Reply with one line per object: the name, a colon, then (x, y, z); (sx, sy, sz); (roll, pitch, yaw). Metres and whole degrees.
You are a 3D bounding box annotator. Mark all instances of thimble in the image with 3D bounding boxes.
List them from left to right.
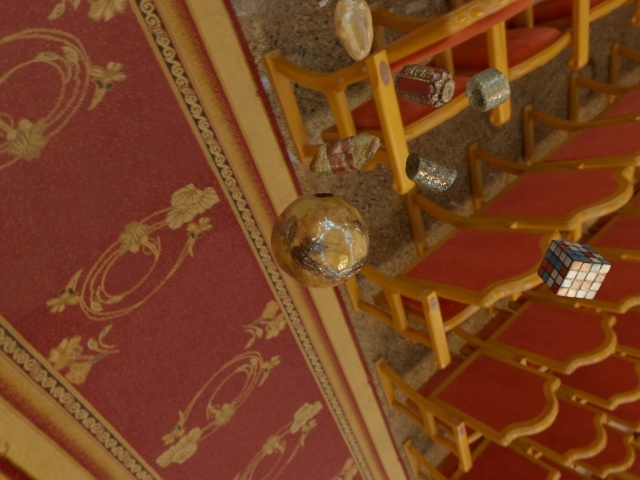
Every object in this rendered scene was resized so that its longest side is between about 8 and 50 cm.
thimble: (0.370, -0.337, 0.988); (0.062, 0.110, 0.084); (-25, 116, 3)

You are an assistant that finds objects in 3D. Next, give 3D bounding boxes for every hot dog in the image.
hot dog: (0.084, -0.283, 1.475); (0.093, 0.261, 0.123); (-18, 100, -63)

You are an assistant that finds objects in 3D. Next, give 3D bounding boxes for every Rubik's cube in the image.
Rubik's cube: (0.921, 0.104, 1.618); (0.151, 0.154, 0.155); (6, 118, -7)

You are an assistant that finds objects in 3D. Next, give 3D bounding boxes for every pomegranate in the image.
pomegranate: (0.000, 0.000, 1.408); (0.322, 0.322, 0.322); (-13, 115, -31)

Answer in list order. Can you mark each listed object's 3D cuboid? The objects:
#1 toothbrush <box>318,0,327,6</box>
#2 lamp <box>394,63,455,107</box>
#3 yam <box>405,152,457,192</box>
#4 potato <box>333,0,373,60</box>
toothbrush: (0.030, -0.588, 1.048); (0.017, 0.014, 0.194); (57, 36, -27)
lamp: (0.463, -0.694, 1.973); (0.177, 0.274, 0.177); (-25, 130, -34)
yam: (0.368, -0.227, 1.504); (0.183, 0.107, 0.107); (19, 96, -30)
potato: (0.132, -0.820, 1.704); (0.161, 0.128, 0.235); (-36, 104, -20)
